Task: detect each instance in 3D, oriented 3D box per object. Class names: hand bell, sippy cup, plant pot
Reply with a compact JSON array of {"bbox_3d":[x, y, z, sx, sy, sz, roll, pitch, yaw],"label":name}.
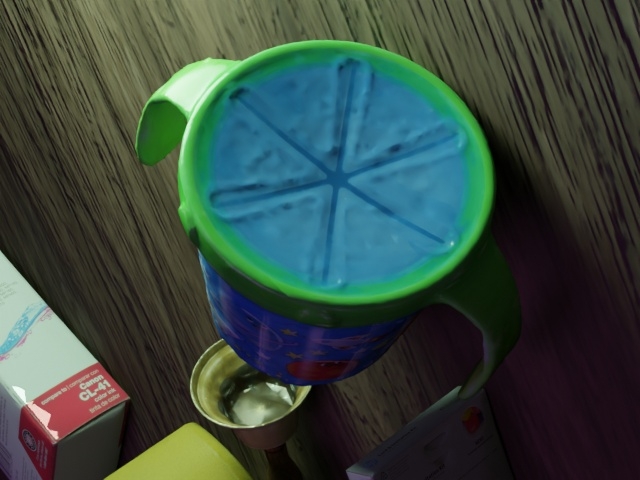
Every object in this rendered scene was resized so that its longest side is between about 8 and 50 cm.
[{"bbox_3d":[-0.049,0.217,1.377,0.126,0.126,0.242,32,149,35],"label":"hand bell"},{"bbox_3d":[0.000,0.000,1.034,0.224,0.240,0.305,106,149,-60],"label":"sippy cup"},{"bbox_3d":[-0.136,0.331,1.438,0.187,0.212,0.212,55,178,47],"label":"plant pot"}]

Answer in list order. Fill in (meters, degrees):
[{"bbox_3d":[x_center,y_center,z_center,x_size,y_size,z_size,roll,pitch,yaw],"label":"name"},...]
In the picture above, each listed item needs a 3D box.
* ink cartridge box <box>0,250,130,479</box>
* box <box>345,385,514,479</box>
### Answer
[{"bbox_3d":[-0.407,0.196,1.781,0.306,0.131,0.226,46,145,22],"label":"ink cartridge box"},{"bbox_3d":[0.111,0.242,1.124,0.038,0.145,0.186,2,117,51],"label":"box"}]
